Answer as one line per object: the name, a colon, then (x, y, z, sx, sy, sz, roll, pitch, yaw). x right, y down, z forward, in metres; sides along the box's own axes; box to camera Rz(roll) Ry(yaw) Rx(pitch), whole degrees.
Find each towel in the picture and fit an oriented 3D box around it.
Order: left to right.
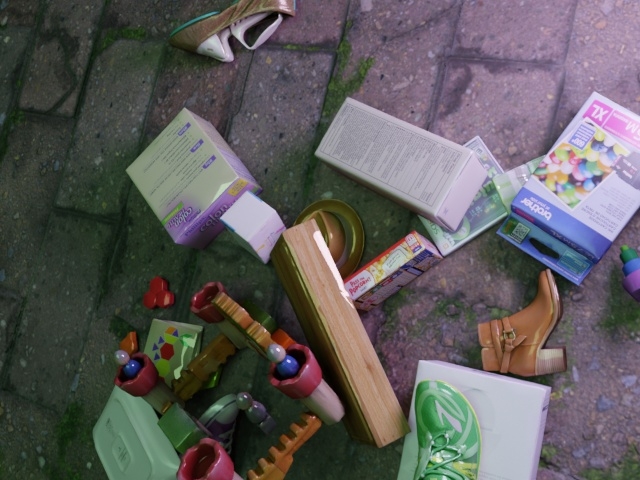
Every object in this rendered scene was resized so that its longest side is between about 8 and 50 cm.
towel: (0.418, -0.102, 1.262, 0.151, 0.023, 0.113, -23, 71, 7)

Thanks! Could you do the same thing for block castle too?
block castle: (-0.192, 0.263, 1.248, 0.303, 0.213, 0.453, -45, 32, -14)

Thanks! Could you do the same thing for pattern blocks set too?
pattern blocks set: (-0.351, 0.274, 1.549, 0.285, 0.026, 0.325, 22, 90, 26)

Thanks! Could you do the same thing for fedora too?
fedora: (0.000, 0.000, 1.414, 0.194, 0.079, 0.195, -5, 78, 23)

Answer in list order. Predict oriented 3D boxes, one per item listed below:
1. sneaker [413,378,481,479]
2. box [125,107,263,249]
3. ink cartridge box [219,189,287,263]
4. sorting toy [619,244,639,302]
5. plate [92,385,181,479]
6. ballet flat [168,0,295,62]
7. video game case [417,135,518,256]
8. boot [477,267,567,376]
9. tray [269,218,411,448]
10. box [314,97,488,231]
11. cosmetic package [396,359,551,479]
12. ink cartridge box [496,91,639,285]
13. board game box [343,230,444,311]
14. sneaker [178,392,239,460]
sneaker: (0.205, 0.375, 1.078, 0.109, 0.123, 0.296, -11, 77, 23)
box: (-0.297, -0.142, 1.552, 0.213, 0.117, 0.243, -44, 66, 11)
ink cartridge box: (-0.138, -0.024, 1.454, 0.092, 0.143, 0.090, 37, 79, 25)
sorting toy: (0.679, -0.016, 1.116, 0.365, 0.127, 0.126, -24, 48, 16)
plate: (-0.424, 0.466, 1.469, 0.278, 0.045, 0.277, 53, 129, 26)
ballet flat: (-0.206, -0.508, 1.597, 0.342, 0.116, 0.124, -22, 91, 15)
video game case: (0.284, -0.089, 1.335, 0.190, 0.022, 0.173, -35, 69, 15)
boot: (0.369, 0.152, 1.229, 0.152, 0.073, 0.197, -5, 76, 27)
tray: (0.024, 0.180, 1.257, 0.076, 0.203, 0.411, -23, 83, -15)
box: (0.158, -0.154, 1.328, 0.311, 0.121, 0.148, 32, 92, 32)
cosmetic package: (0.278, 0.350, 1.193, 0.223, 0.138, 0.225, 10, 84, 25)
ink cartridge box: (0.483, -0.095, 1.202, 0.185, 0.065, 0.311, 37, 91, 20)
board game box: (0.137, 0.065, 1.304, 0.193, 0.146, 0.045, -37, 68, 13)
sneaker: (-0.215, 0.473, 1.420, 0.161, 0.102, 0.282, 36, 106, 22)
